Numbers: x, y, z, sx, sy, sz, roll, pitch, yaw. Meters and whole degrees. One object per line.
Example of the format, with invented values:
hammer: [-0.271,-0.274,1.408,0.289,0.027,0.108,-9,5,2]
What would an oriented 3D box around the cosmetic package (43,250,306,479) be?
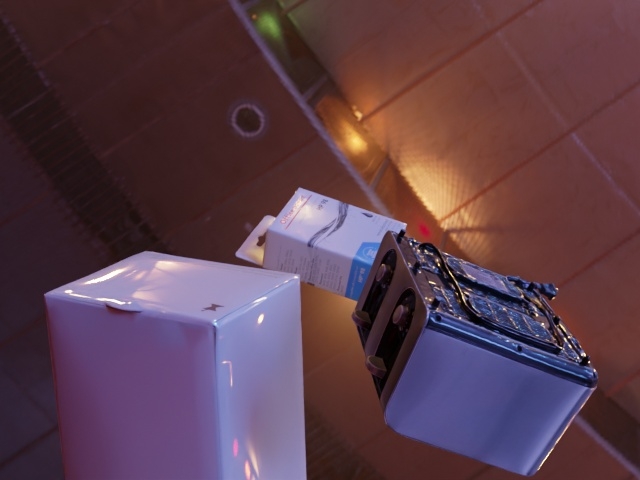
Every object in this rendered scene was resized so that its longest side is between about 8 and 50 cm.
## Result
cosmetic package: [-0.129,0.211,0.912,0.197,0.155,0.366,9,-72,28]

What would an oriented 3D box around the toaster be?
toaster: [0.124,0.088,0.780,0.185,0.168,0.110,21,-70,-16]

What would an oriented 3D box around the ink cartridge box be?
ink cartridge box: [0.000,0.000,1.133,0.180,0.104,0.060,19,-53,12]
